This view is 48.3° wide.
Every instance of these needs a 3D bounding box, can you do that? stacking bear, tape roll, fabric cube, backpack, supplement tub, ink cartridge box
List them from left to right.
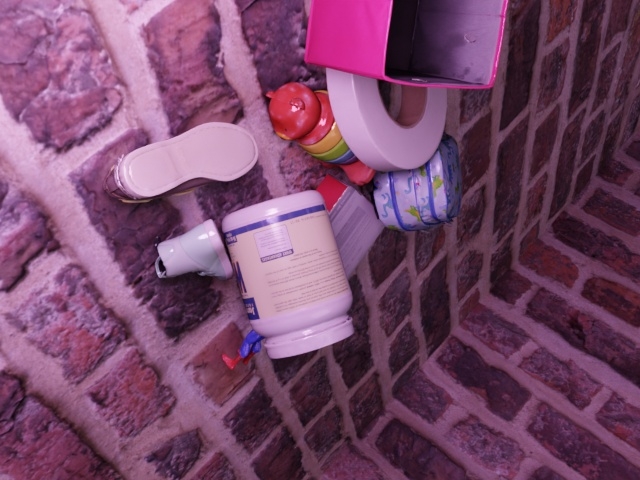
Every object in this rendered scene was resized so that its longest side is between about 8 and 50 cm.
[{"bbox_3d":[-0.065,0.073,1.568,0.235,0.235,0.325,-17,90,-47],"label":"supplement tub"},{"bbox_3d":[0.000,-0.252,1.560,0.289,0.175,0.164,18,102,-51],"label":"stacking bear"},{"bbox_3d":[0.000,0.000,1.830,0.309,0.130,0.272,-54,149,-1],"label":"ink cartridge box"},{"bbox_3d":[0.157,-0.346,1.576,0.392,0.072,0.392,4,85,-51],"label":"tape roll"},{"bbox_3d":[0.151,-0.418,1.275,0.254,0.258,0.259,-4,109,-32],"label":"fabric cube"},{"bbox_3d":[0.252,-0.153,1.852,0.355,0.273,0.290,-9,100,-52],"label":"backpack"}]

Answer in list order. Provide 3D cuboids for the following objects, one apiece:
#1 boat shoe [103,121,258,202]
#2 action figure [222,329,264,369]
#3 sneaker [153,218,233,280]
[{"bbox_3d":[-0.256,-0.145,1.351,0.324,0.096,0.117,-26,99,-45],"label":"boat shoe"},{"bbox_3d":[-0.170,0.202,1.845,0.280,0.139,0.091,-44,161,33],"label":"action figure"},{"bbox_3d":[-0.277,0.040,1.540,0.151,0.094,0.256,-22,159,-6],"label":"sneaker"}]
